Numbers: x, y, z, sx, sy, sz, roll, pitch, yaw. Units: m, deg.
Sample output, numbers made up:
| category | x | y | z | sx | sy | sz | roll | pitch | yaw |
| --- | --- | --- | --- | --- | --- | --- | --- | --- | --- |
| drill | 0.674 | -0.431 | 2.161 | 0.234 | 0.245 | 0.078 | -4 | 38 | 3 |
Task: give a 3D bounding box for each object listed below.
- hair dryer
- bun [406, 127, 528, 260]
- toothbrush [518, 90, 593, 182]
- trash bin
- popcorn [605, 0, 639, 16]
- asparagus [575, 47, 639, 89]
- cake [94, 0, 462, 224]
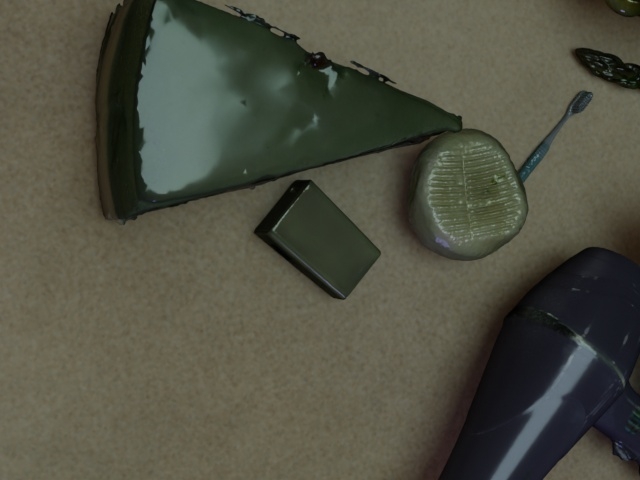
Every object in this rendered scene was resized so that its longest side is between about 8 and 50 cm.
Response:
| category | x | y | z | sx | sy | sz | roll | pitch | yaw |
| --- | --- | --- | --- | --- | --- | --- | --- | --- | --- |
| hair dryer | 0.267 | 0.216 | 1.223 | 0.361 | 0.121 | 0.301 | 41 | 72 | -22 |
| bun | 0.123 | -0.039 | 1.191 | 0.115 | 0.069 | 0.115 | 1 | 88 | -19 |
| toothbrush | 0.197 | -0.074 | 1.245 | 0.011 | 0.014 | 0.167 | 44 | 77 | -23 |
| trash bin | 0.000 | 0.000 | 1.164 | 0.092 | 0.043 | 0.061 | 42 | 77 | -15 |
| popcorn | 0.343 | -0.292 | 1.174 | 0.249 | 0.249 | 0.225 | -11 | 104 | -19 |
| asparagus | 0.344 | -0.147 | 1.289 | 0.236 | 0.027 | 0.034 | 8 | 82 | -18 |
| cake | -0.045 | -0.067 | 1.095 | 0.284 | 0.158 | 0.172 | 20 | 84 | -21 |
